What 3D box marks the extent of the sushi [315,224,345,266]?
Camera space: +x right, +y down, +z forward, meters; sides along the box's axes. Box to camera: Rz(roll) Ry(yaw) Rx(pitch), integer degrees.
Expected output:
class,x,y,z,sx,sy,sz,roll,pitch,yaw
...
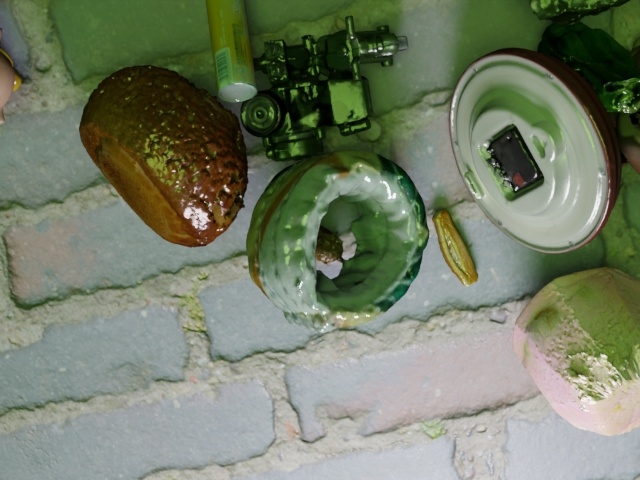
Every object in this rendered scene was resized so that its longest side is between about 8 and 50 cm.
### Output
class,x,y,z,sx,sy,sz,roll,pitch,yaw
sushi,-0.002,0.003,1.423,0.118,0.060,0.062,25,101,0

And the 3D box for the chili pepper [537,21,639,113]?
class,x,y,z,sx,sy,sz,roll,pitch,yaw
chili pepper,0.402,-0.253,1.220,0.099,0.253,0.084,-9,121,-8

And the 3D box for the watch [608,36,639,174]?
class,x,y,z,sx,sy,sz,roll,pitch,yaw
watch,0.599,-0.131,1.200,0.326,0.335,0.314,36,90,-20

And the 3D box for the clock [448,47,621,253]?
class,x,y,z,sx,sy,sz,roll,pitch,yaw
clock,0.302,-0.127,1.239,0.080,0.318,0.319,-25,100,-24

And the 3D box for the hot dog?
class,x,y,z,sx,sy,sz,roll,pitch,yaw
hot dog,0.222,0.013,1.409,0.044,0.028,0.137,-30,100,-13

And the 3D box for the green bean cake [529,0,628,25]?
class,x,y,z,sx,sy,sz,roll,pitch,yaw
green bean cake,0.396,-0.454,1.188,0.241,0.132,0.255,-19,88,29

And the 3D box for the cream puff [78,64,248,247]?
class,x,y,z,sx,sy,sz,roll,pitch,yaw
cream puff,-0.232,-0.145,1.327,0.303,0.303,0.212,47,72,-4

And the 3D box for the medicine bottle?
class,x,y,z,sx,sy,sz,roll,pitch,yaw
medicine bottle,-0.143,-0.326,1.311,0.073,0.074,0.218,-12,72,11

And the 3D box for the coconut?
class,x,y,z,sx,sy,sz,roll,pitch,yaw
coconut,0.429,0.157,1.313,0.233,0.245,0.233,-14,137,-13

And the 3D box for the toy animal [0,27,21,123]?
class,x,y,z,sx,sy,sz,roll,pitch,yaw
toy animal,-0.584,-0.307,1.381,0.149,0.165,0.248,-31,86,-14

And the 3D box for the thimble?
class,x,y,z,sx,sy,sz,roll,pitch,yaw
thimble,0.026,0.002,1.307,0.254,0.167,0.288,28,80,-26

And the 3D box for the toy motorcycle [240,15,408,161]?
class,x,y,z,sx,sy,sz,roll,pitch,yaw
toy motorcycle,0.008,-0.237,1.333,0.275,0.127,0.205,-7,99,13
